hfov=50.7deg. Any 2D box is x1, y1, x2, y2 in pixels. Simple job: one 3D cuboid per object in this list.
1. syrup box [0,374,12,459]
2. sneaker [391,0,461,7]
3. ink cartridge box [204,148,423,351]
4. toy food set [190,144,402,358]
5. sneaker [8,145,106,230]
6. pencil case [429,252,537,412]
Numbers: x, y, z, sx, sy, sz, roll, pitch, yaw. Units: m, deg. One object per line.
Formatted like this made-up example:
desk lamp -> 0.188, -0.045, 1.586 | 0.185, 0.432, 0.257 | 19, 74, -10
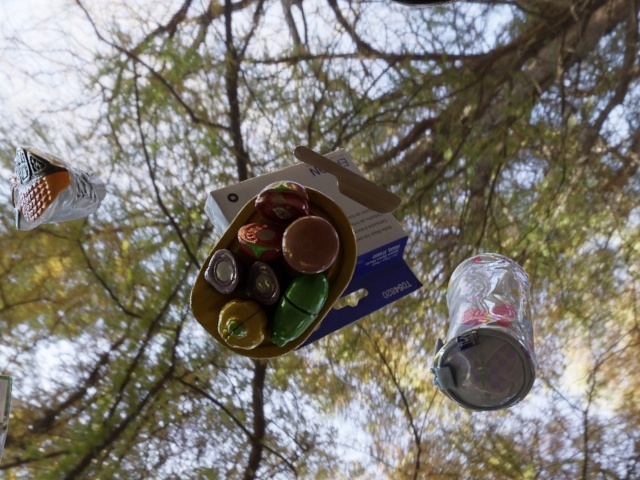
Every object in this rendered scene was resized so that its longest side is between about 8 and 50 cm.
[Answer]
syrup box -> -0.457, 0.193, 0.704 | 0.237, 0.096, 0.093 | 11, -158, -26
sneaker -> 0.172, -0.285, 0.689 | 0.235, 0.097, 0.084 | -4, -82, 20
ink cartridge box -> 0.000, 0.000, 0.870 | 0.223, 0.045, 0.224 | -23, -111, -32
toy food set -> -0.037, 0.016, 0.620 | 0.128, 0.071, 0.217 | 37, -83, 8
sneaker -> -0.345, -0.074, 0.915 | 0.121, 0.262, 0.099 | -10, -87, -29
pencil case -> 0.220, 0.113, 0.901 | 0.124, 0.273, 0.113 | -27, -79, 24
